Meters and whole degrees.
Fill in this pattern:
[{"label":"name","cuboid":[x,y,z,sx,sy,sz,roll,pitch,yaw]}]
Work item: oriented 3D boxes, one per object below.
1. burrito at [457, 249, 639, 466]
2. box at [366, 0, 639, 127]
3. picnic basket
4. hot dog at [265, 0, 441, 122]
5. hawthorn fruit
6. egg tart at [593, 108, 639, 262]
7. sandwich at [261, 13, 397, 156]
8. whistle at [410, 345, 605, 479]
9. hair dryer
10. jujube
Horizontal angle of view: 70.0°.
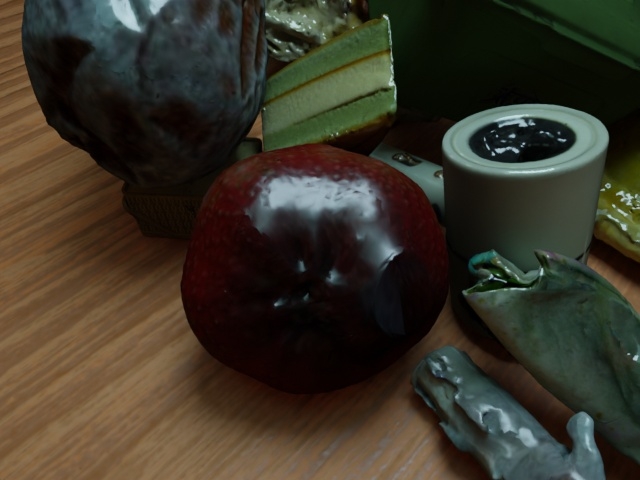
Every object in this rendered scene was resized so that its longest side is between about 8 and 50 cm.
[{"label":"burrito","cuboid":[0.239,0.112,0.356,0.309,0.066,0.096,41,81,-1]},{"label":"box","cuboid":[0.210,-0.248,0.514,0.329,0.178,0.252,12,60,-23]},{"label":"picnic basket","cuboid":[-0.148,-0.065,0.569,0.164,0.079,0.115,4,51,4]},{"label":"hot dog","cuboid":[0.057,-0.401,0.743,0.368,0.196,0.365,28,40,-17]},{"label":"hawthorn fruit","cuboid":[0.000,0.000,0.442,0.230,0.210,0.266,-2,33,7]},{"label":"egg tart","cuboid":[0.455,-0.093,0.554,0.342,0.132,0.341,0,49,0]},{"label":"sandwich","cuboid":[0.036,-0.137,0.516,0.187,0.144,0.117,-11,77,39]},{"label":"whistle","cuboid":[0.180,0.204,0.298,0.134,0.142,0.346,-17,38,-20]},{"label":"hair dryer","cuboid":[0.120,-0.061,0.517,0.128,0.203,0.362,-30,39,-19]},{"label":"jujube","cuboid":[-0.160,-0.202,0.472,0.216,0.246,0.307,4,70,-13]}]
